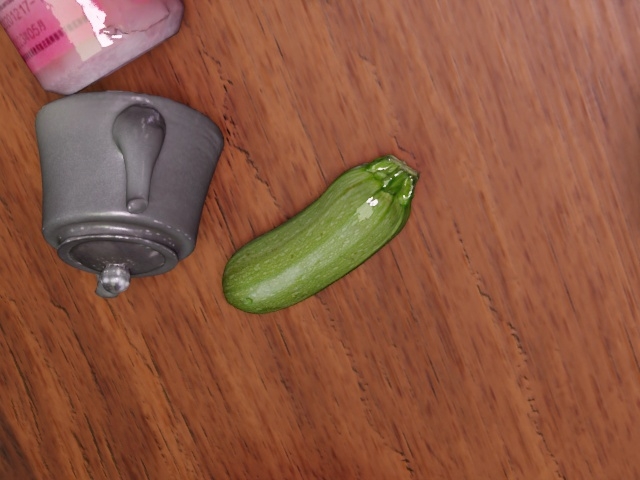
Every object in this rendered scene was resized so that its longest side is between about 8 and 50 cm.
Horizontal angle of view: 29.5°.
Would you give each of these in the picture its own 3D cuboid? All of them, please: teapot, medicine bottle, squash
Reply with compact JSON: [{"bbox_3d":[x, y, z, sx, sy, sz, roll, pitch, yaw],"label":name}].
[{"bbox_3d":[-0.168,-0.023,1.039,0.162,0.149,0.239,7,159,-16],"label":"teapot"},{"bbox_3d":[-0.226,-0.251,0.997,0.147,0.147,0.247,-26,101,27],"label":"medicine bottle"},{"bbox_3d":[0.000,0.000,1.066,0.219,0.068,0.077,-37,91,28],"label":"squash"}]
